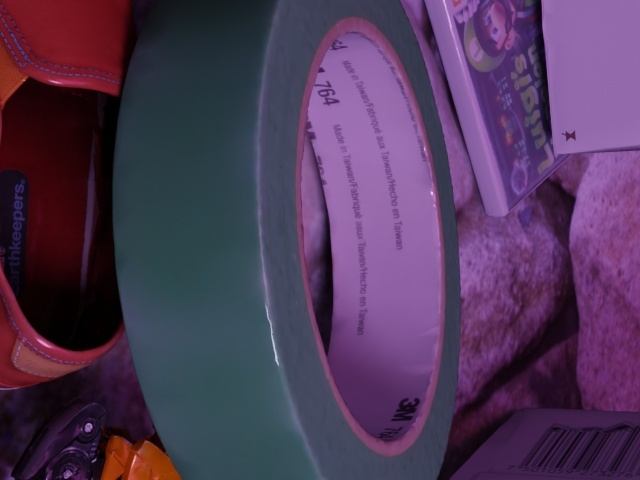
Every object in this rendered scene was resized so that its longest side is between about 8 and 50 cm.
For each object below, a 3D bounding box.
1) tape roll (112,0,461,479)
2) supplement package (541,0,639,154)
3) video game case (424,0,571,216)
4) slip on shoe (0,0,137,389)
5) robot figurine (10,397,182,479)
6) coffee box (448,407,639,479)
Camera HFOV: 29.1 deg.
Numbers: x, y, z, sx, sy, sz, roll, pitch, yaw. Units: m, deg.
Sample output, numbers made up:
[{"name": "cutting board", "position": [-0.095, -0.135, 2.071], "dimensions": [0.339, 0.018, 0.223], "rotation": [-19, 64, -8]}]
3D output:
[{"name": "tape roll", "position": [0.000, 0.000, 0.685], "dimensions": [0.321, 0.077, 0.321], "rotation": [-5, 90, -68]}, {"name": "supplement package", "position": [0.284, -0.171, 0.981], "dimensions": [0.203, 0.149, 0.194], "rotation": [-9, 95, -57]}, {"name": "video game case", "position": [0.159, -0.141, 0.970], "dimensions": [0.173, 0.022, 0.190], "rotation": [-39, 120, -39]}, {"name": "slip on shoe", "position": [-0.131, -0.090, 0.604], "dimensions": [0.123, 0.101, 0.331], "rotation": [4, 88, -46]}, {"name": "robot figurine", "position": [-0.117, 0.220, 0.650], "dimensions": [0.211, 0.085, 0.291], "rotation": [25, 75, -46]}, {"name": "coffee box", "position": [0.246, 0.328, 0.815], "dimensions": [0.338, 0.338, 0.334], "rotation": [-26, 112, -59]}]
